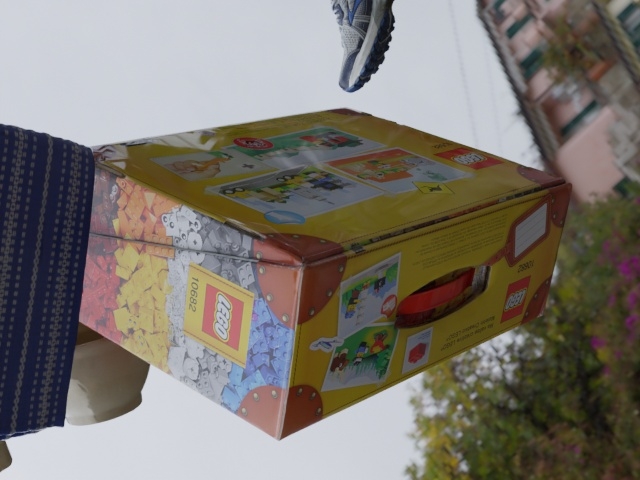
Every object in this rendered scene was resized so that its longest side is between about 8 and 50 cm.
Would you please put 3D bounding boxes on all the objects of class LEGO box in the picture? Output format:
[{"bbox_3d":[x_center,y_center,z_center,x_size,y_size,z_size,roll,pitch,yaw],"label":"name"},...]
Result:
[{"bbox_3d":[0.000,0.000,1.275,0.372,0.193,0.500,24,-154,36],"label":"LEGO box"}]

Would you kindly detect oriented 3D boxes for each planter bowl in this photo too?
[{"bbox_3d":[-0.278,0.162,1.333,0.162,0.162,0.109,-33,-68,-62],"label":"planter bowl"}]

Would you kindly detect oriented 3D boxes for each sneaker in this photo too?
[{"bbox_3d":[0.033,-0.192,0.903,0.058,0.135,0.052,18,-172,15],"label":"sneaker"}]

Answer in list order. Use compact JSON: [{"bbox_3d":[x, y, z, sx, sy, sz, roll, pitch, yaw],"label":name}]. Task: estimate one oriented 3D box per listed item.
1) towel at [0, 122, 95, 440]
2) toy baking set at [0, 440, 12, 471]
[{"bbox_3d":[-0.273,0.030,0.743,0.040,0.243,0.336,7,179,22],"label":"towel"},{"bbox_3d":[-0.557,0.280,1.585,0.030,0.256,0.196,62,-155,-61],"label":"toy baking set"}]
